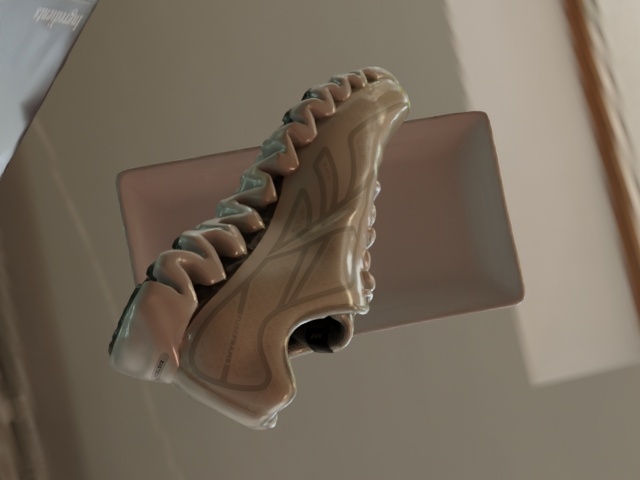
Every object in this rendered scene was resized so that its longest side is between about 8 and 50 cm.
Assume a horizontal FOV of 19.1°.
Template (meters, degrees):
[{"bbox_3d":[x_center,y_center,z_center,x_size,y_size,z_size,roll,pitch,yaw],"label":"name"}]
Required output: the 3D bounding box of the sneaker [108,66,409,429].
[{"bbox_3d":[-0.011,0.003,1.186,0.118,0.110,0.292,32,-128,7],"label":"sneaker"}]

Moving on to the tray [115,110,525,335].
[{"bbox_3d":[0.000,0.000,1.345,0.270,0.030,0.145,-10,-99,-7],"label":"tray"}]

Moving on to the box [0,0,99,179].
[{"bbox_3d":[-0.127,-0.226,0.692,0.191,0.381,0.143,32,-170,10],"label":"box"}]
